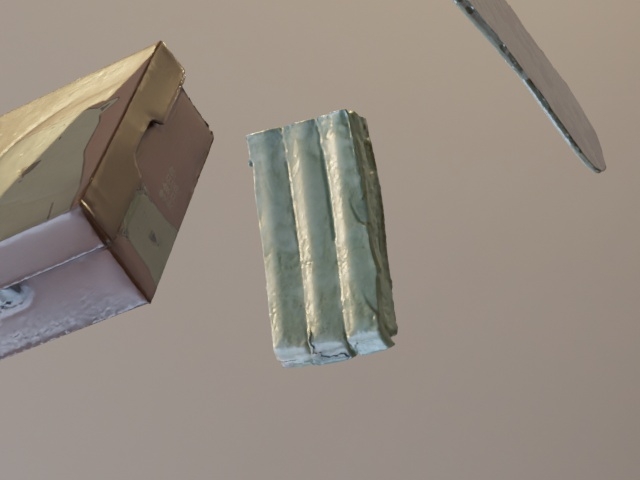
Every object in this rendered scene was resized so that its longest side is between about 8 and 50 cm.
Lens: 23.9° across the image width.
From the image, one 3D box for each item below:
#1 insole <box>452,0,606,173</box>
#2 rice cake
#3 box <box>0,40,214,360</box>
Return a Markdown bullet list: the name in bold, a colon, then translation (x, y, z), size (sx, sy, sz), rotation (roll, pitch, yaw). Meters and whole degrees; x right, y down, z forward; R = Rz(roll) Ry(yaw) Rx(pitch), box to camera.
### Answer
- **insole**: translation (0.060, -0.096, 0.581), size (0.006, 0.065, 0.193), rotation (-29, -57, 21)
- **rice cake**: translation (0.000, 0.000, 1.266), size (0.038, 0.124, 0.211), rotation (18, -116, -54)
- **box**: translation (-0.195, -0.016, 1.036), size (0.215, 0.215, 0.086), rotation (-21, -61, 24)
